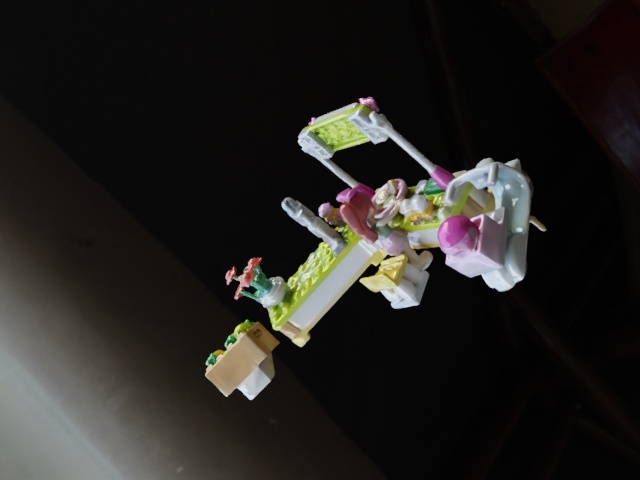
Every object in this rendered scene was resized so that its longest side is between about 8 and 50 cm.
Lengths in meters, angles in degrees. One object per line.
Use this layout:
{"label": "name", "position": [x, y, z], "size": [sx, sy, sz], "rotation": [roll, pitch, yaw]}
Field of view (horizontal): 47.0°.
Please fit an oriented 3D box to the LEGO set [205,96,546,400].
{"label": "LEGO set", "position": [0.000, 0.000, 0.481], "size": [0.107, 0.287, 0.132], "rotation": [38, -133, -24]}
